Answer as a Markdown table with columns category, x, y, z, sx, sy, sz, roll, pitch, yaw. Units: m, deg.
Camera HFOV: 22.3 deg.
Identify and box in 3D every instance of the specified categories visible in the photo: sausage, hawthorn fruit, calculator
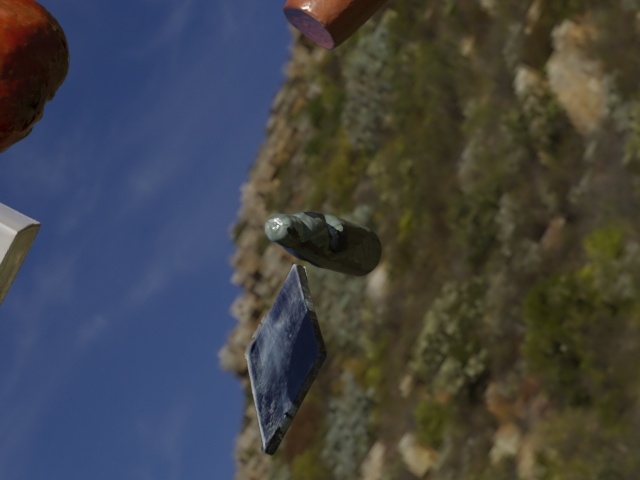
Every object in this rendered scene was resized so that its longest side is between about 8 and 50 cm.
| category | x | y | z | sx | sy | sz | roll | pitch | yaw |
| --- | --- | --- | --- | --- | --- | --- | --- | --- | --- |
| sausage | 0.068 | -0.374 | 2.190 | 0.259 | 0.113 | 0.113 | -46 | -23 | -9 |
| hawthorn fruit | -0.357 | -0.182 | 1.608 | 0.200 | 0.179 | 0.179 | 29 | -87 | -25 |
| calculator | -0.046 | 0.145 | 2.048 | 0.161 | 0.021 | 0.261 | -62 | 18 | 20 |

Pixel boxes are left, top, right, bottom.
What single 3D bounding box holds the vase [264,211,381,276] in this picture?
| category | x | y | z | sx | sy | sz | roll | pitch | yaw |
| --- | --- | --- | --- | --- | --- | --- | --- | --- | --- |
| vase | 0.000 | 0.000 | 1.759 | 0.060 | 0.060 | 0.211 | -61 | -26 | 7 |

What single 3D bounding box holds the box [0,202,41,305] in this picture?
| category | x | y | z | sx | sy | sz | roll | pitch | yaw |
| --- | --- | --- | --- | --- | --- | --- | --- | --- | --- |
| box | -0.420 | 0.060 | 1.528 | 0.274 | 0.203 | 0.116 | -61 | 0 | 4 |
